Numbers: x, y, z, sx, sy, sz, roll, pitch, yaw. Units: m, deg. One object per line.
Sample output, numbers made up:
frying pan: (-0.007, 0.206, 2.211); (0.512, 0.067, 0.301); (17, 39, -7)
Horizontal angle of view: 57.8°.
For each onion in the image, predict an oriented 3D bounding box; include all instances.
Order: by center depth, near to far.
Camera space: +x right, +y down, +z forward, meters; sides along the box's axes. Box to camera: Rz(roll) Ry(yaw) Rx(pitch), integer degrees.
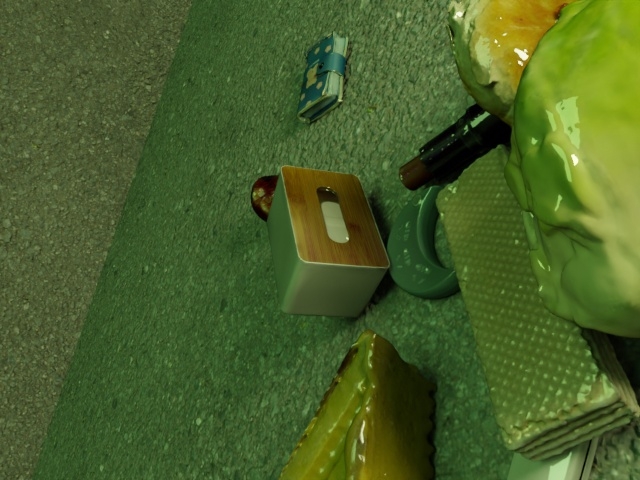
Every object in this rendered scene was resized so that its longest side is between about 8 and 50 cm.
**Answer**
onion: (-0.100, -0.091, 1.309); (0.118, 0.117, 0.119); (178, 90, -65)

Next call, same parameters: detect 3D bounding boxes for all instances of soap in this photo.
soap: (0.084, 0.332, 0.732); (0.339, 0.169, 0.304); (-62, 33, 8)

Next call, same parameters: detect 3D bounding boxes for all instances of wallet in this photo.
wallet: (0.004, -0.400, 1.412); (0.141, 0.059, 0.202); (-20, 53, 45)

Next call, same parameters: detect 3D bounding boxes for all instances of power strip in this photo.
power strip: (0.165, 0.003, 0.941); (0.137, 0.044, 0.216); (-41, 41, 34)

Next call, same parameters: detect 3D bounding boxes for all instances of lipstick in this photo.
lipstick: (0.244, -0.169, 0.907); (0.299, 0.081, 0.081); (-33, 45, 38)

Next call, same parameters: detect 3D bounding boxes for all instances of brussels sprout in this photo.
brussels sprout: (0.318, -0.075, 0.555); (0.268, 0.344, 0.344); (-168, 103, -89)

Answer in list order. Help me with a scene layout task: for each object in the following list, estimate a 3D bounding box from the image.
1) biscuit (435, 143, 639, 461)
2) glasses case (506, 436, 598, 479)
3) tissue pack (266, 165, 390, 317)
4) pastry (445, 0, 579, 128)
biscuit: (0.242, 0.049, 0.729); (0.144, 0.078, 0.426); (-40, 33, 31)
glasses case: (0.257, 0.250, 0.647); (0.076, 0.049, 0.197); (4, 71, 57)
tissue pack: (0.001, 0.000, 1.038); (0.246, 0.159, 0.136); (-105, 27, -43)
pastry: (0.296, -0.244, 0.732); (0.236, 0.257, 0.121); (57, 162, 16)
